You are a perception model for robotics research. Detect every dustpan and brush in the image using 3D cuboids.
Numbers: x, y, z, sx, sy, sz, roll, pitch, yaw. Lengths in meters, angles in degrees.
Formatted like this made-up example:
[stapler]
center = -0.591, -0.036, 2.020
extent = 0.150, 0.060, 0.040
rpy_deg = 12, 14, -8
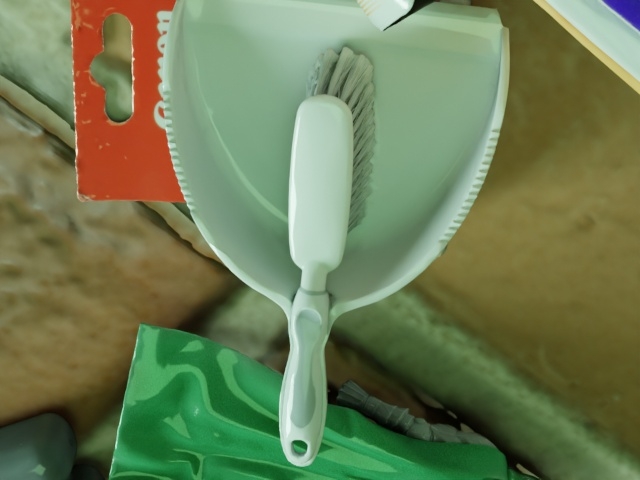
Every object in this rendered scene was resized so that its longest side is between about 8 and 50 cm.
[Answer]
[dustpan and brush]
center = 0.000, 0.000, 0.704
extent = 0.147, 0.060, 0.211
rpy_deg = 7, 120, 6

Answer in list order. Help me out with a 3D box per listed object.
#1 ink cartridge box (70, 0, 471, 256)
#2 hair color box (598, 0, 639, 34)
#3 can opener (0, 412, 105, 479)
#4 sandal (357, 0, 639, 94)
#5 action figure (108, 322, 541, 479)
[ink cartridge box]
center = -0.026, -0.068, 0.724
extent = 0.179, 0.045, 0.145
rpy_deg = 2, 120, -2
[hair color box]
center = 0.157, -0.132, 0.597
extent = 0.339, 0.185, 0.110
rpy_deg = 34, 115, -17
[can opener]
center = -0.252, 0.177, 0.846
extent = 0.283, 0.095, 0.076
rpy_deg = -19, 119, 13
[sandal]
center = 0.056, -0.101, 0.621
extent = 0.265, 0.102, 0.076
rpy_deg = 44, 106, 5
[action figure]
center = 0.011, 0.119, 0.820
extent = 0.232, 0.063, 0.137
rpy_deg = 13, 118, -5
